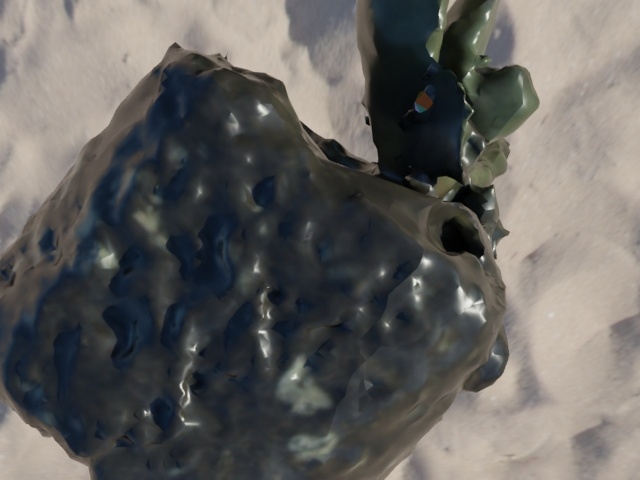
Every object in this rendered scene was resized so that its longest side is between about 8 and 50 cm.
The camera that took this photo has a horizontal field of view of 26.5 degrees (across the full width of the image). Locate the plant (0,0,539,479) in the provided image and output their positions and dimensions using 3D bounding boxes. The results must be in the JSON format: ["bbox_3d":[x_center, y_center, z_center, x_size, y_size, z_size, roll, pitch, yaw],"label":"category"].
[{"bbox_3d":[0.000,0.000,0.658,0.312,0.215,0.213,-43,83,-7],"label":"plant"}]
